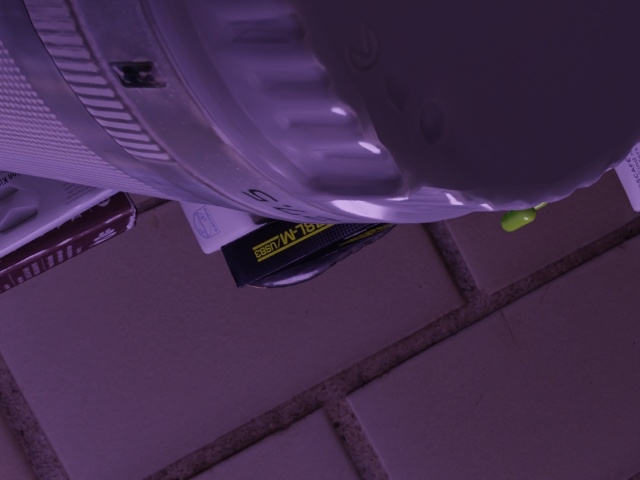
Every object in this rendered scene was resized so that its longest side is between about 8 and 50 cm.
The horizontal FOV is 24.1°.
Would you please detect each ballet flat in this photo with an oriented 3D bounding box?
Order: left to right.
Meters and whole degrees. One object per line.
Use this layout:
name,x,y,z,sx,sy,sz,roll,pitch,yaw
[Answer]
ballet flat,0.000,0.000,1.410,0.173,0.057,0.049,-24,-174,-1

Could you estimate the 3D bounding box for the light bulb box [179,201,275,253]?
light bulb box,0.066,-0.189,1.297,0.358,0.225,0.361,-25,179,-33

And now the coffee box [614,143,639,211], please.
coffee box,0.299,-0.255,0.784,0.337,0.338,0.334,-25,178,-18

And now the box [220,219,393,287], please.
box,0.041,-0.028,1.244,0.184,0.045,0.190,-29,175,32

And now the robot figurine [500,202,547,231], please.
robot figurine,0.147,-0.060,1.180,0.067,0.101,0.115,-9,165,35

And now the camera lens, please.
camera lens,-0.038,-0.122,0.472,0.219,0.219,0.274,-26,-156,-39

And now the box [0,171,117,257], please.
box,-0.201,-0.087,0.853,0.145,0.186,0.038,-28,179,18

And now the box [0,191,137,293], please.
box,-0.337,-0.014,1.021,0.381,0.191,0.143,-28,179,-10
